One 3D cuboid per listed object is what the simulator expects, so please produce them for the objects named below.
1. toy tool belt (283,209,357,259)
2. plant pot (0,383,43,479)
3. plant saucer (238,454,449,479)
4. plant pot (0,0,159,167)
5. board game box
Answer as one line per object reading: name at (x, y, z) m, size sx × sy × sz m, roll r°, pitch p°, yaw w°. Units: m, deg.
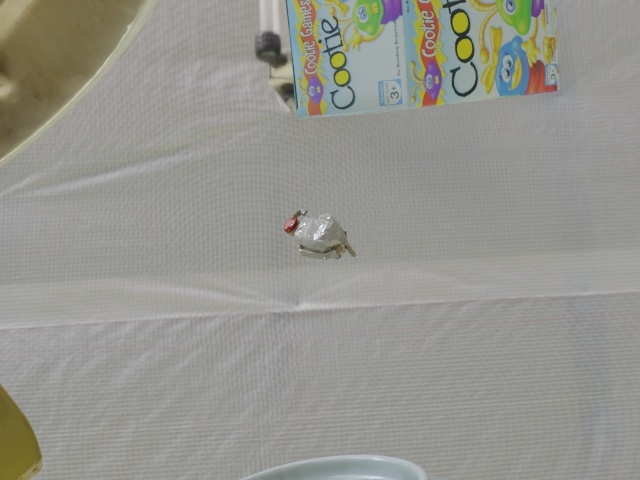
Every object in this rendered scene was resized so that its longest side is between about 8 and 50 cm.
toy tool belt at (0.000, 0.000, 0.884) m, size 0.051 × 0.083 × 0.052 m, roll 39°, pitch -105°, yaw -33°
plant pot at (-0.304, 0.195, 0.765) m, size 0.083 × 0.081 × 0.081 m, roll 44°, pitch -120°, yaw 6°
plant saucer at (0.004, 0.279, 0.764) m, size 0.401 × 0.400 × 0.100 m, roll -8°, pitch -88°, yaw -6°
plant pot at (-0.291, -0.175, 0.378) m, size 0.334 × 0.334 × 0.305 m, roll -37°, pitch -89°, yaw -11°
board game box at (0.114, -0.209, 0.844) m, size 0.275 × 0.142 × 0.144 m, roll -16°, pitch -76°, yaw -45°
